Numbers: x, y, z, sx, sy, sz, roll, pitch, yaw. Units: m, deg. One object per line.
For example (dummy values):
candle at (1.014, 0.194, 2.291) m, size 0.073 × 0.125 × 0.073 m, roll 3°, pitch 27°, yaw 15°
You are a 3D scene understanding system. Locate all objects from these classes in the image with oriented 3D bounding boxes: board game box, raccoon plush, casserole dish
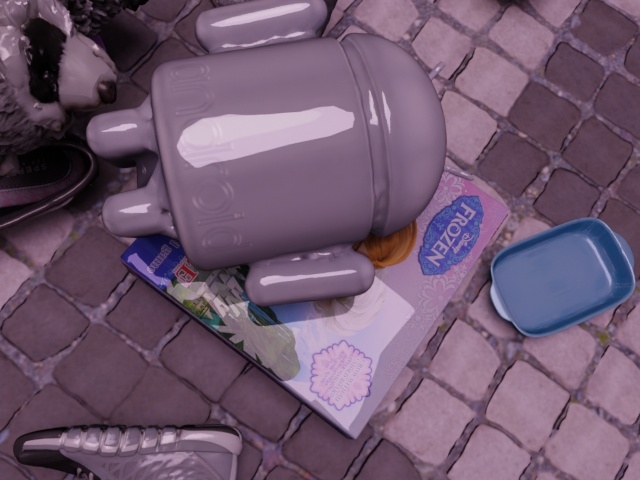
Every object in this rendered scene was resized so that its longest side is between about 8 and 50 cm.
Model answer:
board game box at (0.000, 0.000, 0.747) m, size 0.318 × 0.066 × 0.319 m, roll 36°, pitch 74°, yaw 5°
raccoon plush at (-0.370, -0.245, 0.656) m, size 0.446 × 0.216 × 0.299 m, roll 20°, pitch 72°, yaw 26°
casserole dish at (0.284, 0.045, 0.779) m, size 0.188 × 0.037 × 0.114 m, roll -21°, pitch 77°, yaw -11°

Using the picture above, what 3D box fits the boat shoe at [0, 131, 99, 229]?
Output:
boat shoe at (-0.390, -0.047, 0.653) m, size 0.335 × 0.095 × 0.112 m, roll -21°, pitch 104°, yaw -29°

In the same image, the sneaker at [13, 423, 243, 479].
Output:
sneaker at (-0.193, 0.253, 0.651) m, size 0.228 × 0.086 × 0.132 m, roll 1°, pitch 77°, yaw -6°

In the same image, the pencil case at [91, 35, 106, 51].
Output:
pencil case at (-0.353, -0.195, 0.754) m, size 0.206 × 0.088 × 0.086 m, roll -25°, pitch 99°, yaw -13°

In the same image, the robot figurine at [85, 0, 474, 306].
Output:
robot figurine at (-0.031, -0.085, 0.629) m, size 0.353 × 0.200 × 0.300 m, roll -12°, pitch 95°, yaw -8°

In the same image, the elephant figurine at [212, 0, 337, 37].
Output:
elephant figurine at (-0.078, -0.354, 0.801) m, size 0.169 × 0.186 × 0.239 m, roll -1°, pitch 42°, yaw -40°
